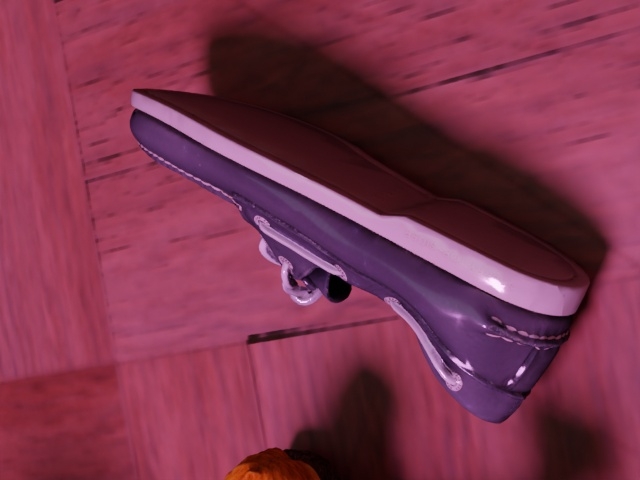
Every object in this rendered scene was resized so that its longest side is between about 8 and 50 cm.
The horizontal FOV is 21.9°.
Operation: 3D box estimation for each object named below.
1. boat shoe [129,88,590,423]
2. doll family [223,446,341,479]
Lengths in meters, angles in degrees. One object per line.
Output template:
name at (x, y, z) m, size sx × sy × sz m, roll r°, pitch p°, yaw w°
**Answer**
boat shoe at (0.000, 0.000, 0.619) m, size 0.206 × 0.075 × 0.065 m, roll 28°, pitch 109°, yaw 30°
doll family at (0.022, 0.162, 0.588) m, size 0.263 × 0.118 × 0.163 m, roll 18°, pitch 106°, yaw 38°
